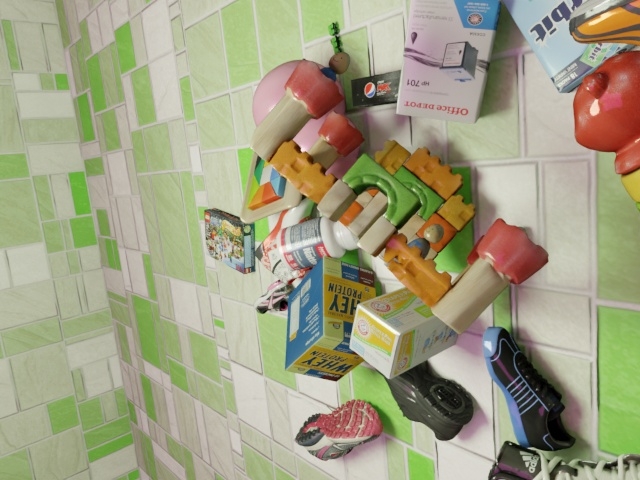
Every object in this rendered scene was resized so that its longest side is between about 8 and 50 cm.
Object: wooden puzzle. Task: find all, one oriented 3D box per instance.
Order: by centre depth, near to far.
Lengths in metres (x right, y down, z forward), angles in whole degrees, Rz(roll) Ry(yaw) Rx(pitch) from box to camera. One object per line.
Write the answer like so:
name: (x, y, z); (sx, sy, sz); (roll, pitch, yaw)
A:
wooden puzzle: (-0.124, -0.167, 1.265); (0.239, 0.044, 0.220); (-12, 64, 48)

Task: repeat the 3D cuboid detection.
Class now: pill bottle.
pill bottle: (0.000, 0.000, 1.151); (0.180, 0.108, 0.107); (-17, 88, 22)

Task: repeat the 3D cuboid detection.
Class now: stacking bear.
stacking bear: (0.410, -0.090, 0.559); (0.289, 0.175, 0.164); (47, 149, 7)

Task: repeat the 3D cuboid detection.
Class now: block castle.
block castle: (0.131, -0.076, 0.809); (0.453, 0.303, 0.212); (42, 94, 14)

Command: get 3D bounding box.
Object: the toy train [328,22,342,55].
toy train: (0.033, -0.438, 1.094); (0.024, 0.017, 0.083); (-8, 95, 60)

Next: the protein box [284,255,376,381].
protein box: (0.021, 0.182, 1.131); (0.199, 0.136, 0.201); (-51, 30, 44)

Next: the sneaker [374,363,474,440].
sneaker: (0.189, 0.317, 1.072); (0.286, 0.109, 0.130); (43, 139, 37)

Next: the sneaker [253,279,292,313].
sneaker: (-0.132, 0.179, 1.431); (0.077, 0.072, 0.178); (53, 142, 10)

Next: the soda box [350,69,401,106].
soda box: (0.138, -0.302, 0.982); (0.169, 0.053, 0.060); (9, 107, 47)

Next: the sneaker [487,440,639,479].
sneaker: (0.404, 0.384, 0.735); (0.258, 0.169, 0.447); (33, 129, 16)

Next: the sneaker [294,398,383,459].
sneaker: (0.061, 0.497, 1.278); (0.112, 0.121, 0.299); (45, 138, -9)

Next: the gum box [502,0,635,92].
gum box: (0.371, -0.335, 0.709); (0.157, 0.041, 0.184); (-37, 74, 47)

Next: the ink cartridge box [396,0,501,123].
ink cartridge box: (0.212, -0.303, 0.832); (0.140, 0.082, 0.190); (11, 113, 16)

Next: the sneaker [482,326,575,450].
sneaker: (0.366, 0.255, 0.866); (0.091, 0.081, 0.232); (-21, 91, 47)

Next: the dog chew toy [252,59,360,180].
dog chew toy: (-0.009, -0.217, 1.077); (0.207, 0.207, 0.331); (-31, 85, 49)

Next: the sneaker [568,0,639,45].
sneaker: (0.454, -0.217, 0.550); (0.321, 0.125, 0.179); (1, 104, 35)

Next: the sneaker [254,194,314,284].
sneaker: (-0.053, 0.000, 1.277); (0.145, 0.090, 0.270); (46, 124, 11)

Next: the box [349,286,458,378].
box: (0.170, 0.166, 0.964); (0.114, 0.203, 0.103); (31, 123, 41)

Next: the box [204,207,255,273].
box: (-0.292, -0.002, 1.579); (0.233, 0.044, 0.159); (19, 115, 45)
